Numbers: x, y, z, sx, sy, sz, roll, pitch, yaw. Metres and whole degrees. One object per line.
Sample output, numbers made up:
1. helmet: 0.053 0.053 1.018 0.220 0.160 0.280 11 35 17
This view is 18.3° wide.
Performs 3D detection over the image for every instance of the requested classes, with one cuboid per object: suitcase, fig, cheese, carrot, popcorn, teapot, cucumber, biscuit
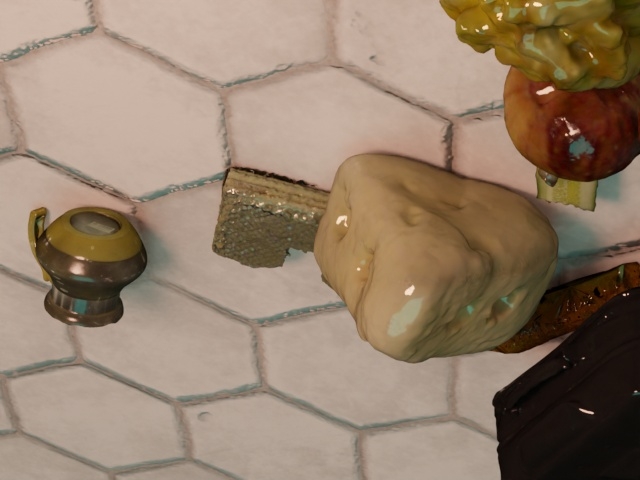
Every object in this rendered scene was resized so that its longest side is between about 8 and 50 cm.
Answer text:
1. suitcase: 0.381 0.193 2.217 0.339 0.188 0.345 9 150 -22
2. fig: 0.229 -0.119 1.922 0.143 0.160 0.231 4 162 -28
3. cheese: 0.136 0.038 2.089 0.248 0.251 0.173 12 113 -15
4. carrot: 0.272 0.079 2.252 0.229 0.069 0.069 -23 131 39
5. popcorn: 0.210 -0.235 1.710 0.259 0.212 0.259 11 132 12
6. teapot: -0.282 0.024 2.321 0.166 0.130 0.119 30 122 32
7. cucumber: 0.259 -0.082 2.057 0.067 0.035 0.107 14 139 15
8. biscuit: 0.000 0.000 2.253 0.250 0.046 0.147 16 145 -2

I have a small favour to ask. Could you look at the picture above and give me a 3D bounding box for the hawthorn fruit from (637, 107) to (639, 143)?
1. hawthorn fruit: 0.415 -0.112 1.786 0.258 0.258 0.262 4 158 14
